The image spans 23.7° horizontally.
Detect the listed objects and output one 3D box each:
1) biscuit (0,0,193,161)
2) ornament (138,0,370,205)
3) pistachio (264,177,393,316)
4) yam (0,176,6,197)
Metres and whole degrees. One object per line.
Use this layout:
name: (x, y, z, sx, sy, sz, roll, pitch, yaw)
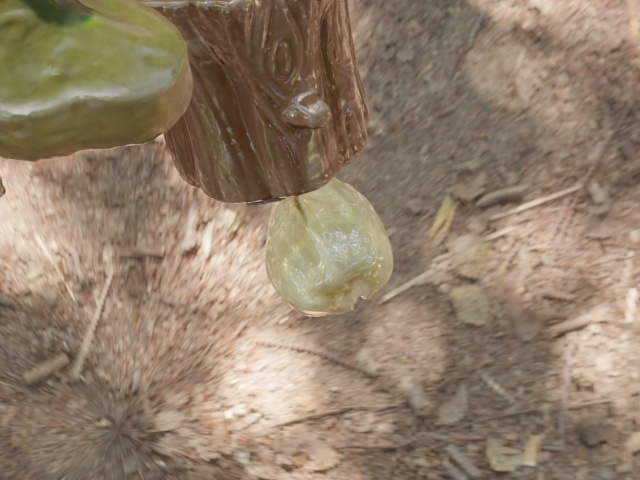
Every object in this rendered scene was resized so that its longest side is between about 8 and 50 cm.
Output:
biscuit: (-0.167, -0.127, 0.607, 0.183, 0.047, 0.320, -30, 52, -19)
ornament: (-0.060, -0.167, 1.254, 0.235, 0.218, 0.221, 11, 46, 27)
pistachio: (0.000, 0.000, 1.836, 0.157, 0.229, 0.157, -7, 122, -11)
yam: (-0.384, 0.026, 1.238, 0.066, 0.066, 0.299, 47, 64, 0)
